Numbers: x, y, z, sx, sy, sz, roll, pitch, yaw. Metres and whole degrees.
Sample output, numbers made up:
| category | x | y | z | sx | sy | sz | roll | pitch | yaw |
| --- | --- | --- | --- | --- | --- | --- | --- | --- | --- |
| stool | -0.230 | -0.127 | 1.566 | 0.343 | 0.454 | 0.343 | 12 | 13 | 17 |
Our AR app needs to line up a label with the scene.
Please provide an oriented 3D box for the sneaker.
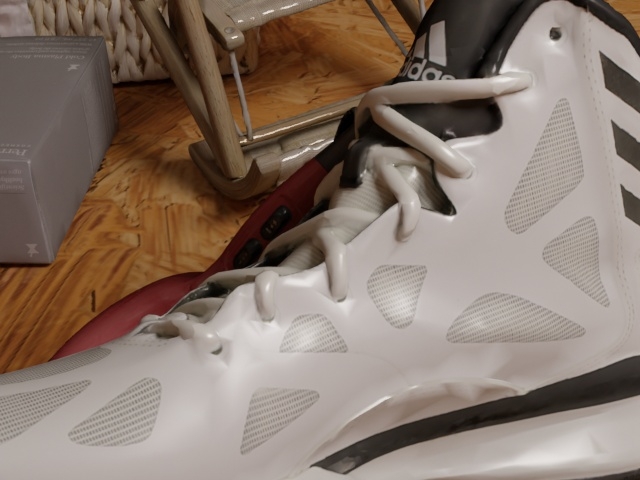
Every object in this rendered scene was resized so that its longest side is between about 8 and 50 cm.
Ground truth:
| category | x | y | z | sx | sy | sz | roll | pitch | yaw |
| --- | --- | --- | --- | --- | --- | --- | --- | --- | --- |
| sneaker | 0.000 | 0.000 | 0.508 | 0.447 | 0.257 | 0.169 | -6 | 11 | -29 |

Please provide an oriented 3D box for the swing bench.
| category | x | y | z | sx | sy | sz | roll | pitch | yaw |
| --- | --- | --- | --- | --- | --- | --- | --- | --- | --- |
| swing bench | -0.002 | -0.179 | 0.917 | 0.253 | 0.255 | 0.165 | -20 | -6 | -22 |

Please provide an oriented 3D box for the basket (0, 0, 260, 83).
| category | x | y | z | sx | sy | sz | roll | pitch | yaw |
| --- | --- | --- | --- | --- | --- | --- | --- | --- | --- |
| basket | -0.193 | -0.364 | 1.121 | 0.266 | 0.331 | 0.328 | 1 | 34 | 0 |

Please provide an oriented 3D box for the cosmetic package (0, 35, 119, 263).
| category | x | y | z | sx | sy | sz | roll | pitch | yaw |
| --- | --- | --- | --- | --- | --- | --- | --- | --- | --- |
| cosmetic package | -0.261 | -0.083 | 0.902 | 0.127 | 0.107 | 0.238 | 0 | 31 | 3 |

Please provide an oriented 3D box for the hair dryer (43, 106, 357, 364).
| category | x | y | z | sx | sy | sz | roll | pitch | yaw |
| --- | --- | --- | --- | --- | --- | --- | --- | --- | --- |
| hair dryer | -0.054 | 0.010 | 0.633 | 0.080 | 0.223 | 0.293 | 39 | 62 | 15 |
